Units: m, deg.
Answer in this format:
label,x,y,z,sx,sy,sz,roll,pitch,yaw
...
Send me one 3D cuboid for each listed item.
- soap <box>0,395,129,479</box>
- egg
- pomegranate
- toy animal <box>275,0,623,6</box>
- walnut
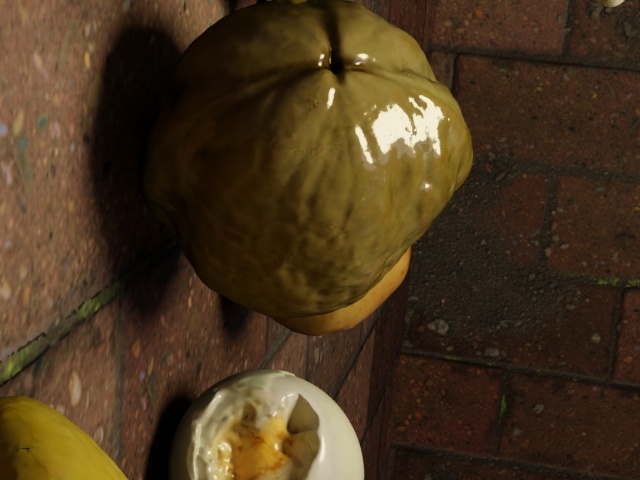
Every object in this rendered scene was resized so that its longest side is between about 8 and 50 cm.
label,x,y,z,sx,sy,sz,roll,pitch,yaw
soap,-0.110,0.265,0.725,0.427,0.115,0.306,79,-14,-55
egg,-0.049,0.221,1.117,0.217,0.183,0.183,80,20,-68
pomegranate,-0.002,0.002,1.229,0.191,0.191,0.191,8,90,-79
toy animal,0.028,-0.247,0.789,0.180,0.363,0.181,-20,114,-61
walnut,-0.012,-0.066,0.921,0.283,0.283,0.227,70,11,-68
